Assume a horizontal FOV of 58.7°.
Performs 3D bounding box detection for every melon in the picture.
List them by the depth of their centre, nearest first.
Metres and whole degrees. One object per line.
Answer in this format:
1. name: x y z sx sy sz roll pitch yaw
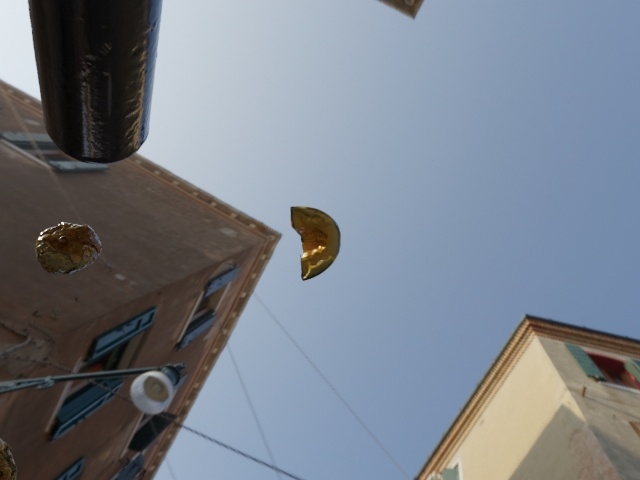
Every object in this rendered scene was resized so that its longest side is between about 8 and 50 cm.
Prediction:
1. melon: 0.000 0.000 1.214 0.128 0.079 0.160 -9 -91 33

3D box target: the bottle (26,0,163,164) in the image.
1. bottle: -0.124 -0.136 0.311 0.072 0.082 0.244 29 -34 -4

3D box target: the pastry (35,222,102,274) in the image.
1. pastry: -0.605 0.019 1.366 0.153 0.153 0.081 7 -58 10

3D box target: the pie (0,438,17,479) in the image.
1. pie: -0.759 0.475 1.145 0.274 0.055 0.274 -4 -76 -14
